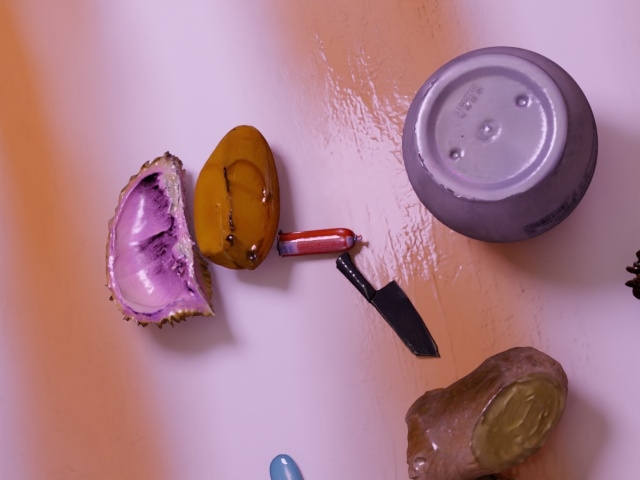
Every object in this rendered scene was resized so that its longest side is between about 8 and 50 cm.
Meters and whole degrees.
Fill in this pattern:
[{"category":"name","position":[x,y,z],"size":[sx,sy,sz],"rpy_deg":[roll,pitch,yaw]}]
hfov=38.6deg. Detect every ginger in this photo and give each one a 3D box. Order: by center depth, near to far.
[{"category":"ginger","position":[0.227,0.249,1.321],"size":[0.275,0.221,0.130],"rpy_deg":[-38,102,-19]}]

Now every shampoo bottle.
[{"category":"shampoo bottle","position":[0.262,-0.131,1.332],"size":[0.272,0.266,0.273],"rpy_deg":[-3,79,17]}]

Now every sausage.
[{"category":"sausage","position":[0.000,0.000,1.518],"size":[0.145,0.048,0.050],"rpy_deg":[-6,38,18]}]

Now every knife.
[{"category":"knife","position":[-0.021,0.438,1.435],"size":[0.064,0.031,0.222],"rpy_deg":[-35,66,13]},{"category":"knife","position":[0.113,0.101,1.468],"size":[0.060,0.028,0.230],"rpy_deg":[-38,70,-5]}]

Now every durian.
[{"category":"durian","position":[-0.276,0.017,1.581],"size":[0.191,0.112,0.341],"rpy_deg":[-29,62,21]}]

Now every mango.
[{"category":"mango","position":[-0.134,-0.075,1.519],"size":[0.126,0.153,0.252],"rpy_deg":[-11,67,40]}]

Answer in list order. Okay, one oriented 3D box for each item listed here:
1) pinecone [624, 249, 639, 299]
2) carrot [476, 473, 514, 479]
[{"category":"pinecone","position":[0.526,0.049,1.263],"size":[0.165,0.163,0.163],"rpy_deg":[-38,68,-4]},{"category":"carrot","position":[0.195,0.450,1.331],"size":[0.102,0.102,0.263],"rpy_deg":[42,99,22]}]
